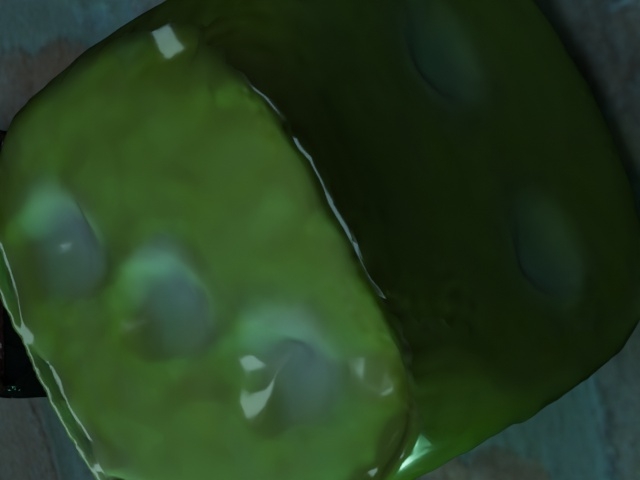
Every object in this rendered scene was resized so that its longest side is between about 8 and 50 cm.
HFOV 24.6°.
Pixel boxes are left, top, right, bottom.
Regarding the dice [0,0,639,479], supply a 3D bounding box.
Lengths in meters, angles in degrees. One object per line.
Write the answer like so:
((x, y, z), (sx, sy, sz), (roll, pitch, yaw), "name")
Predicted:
((0.000, 0.000, 0.724), (0.238, 0.226, 0.233), (-29, 85, 41), "dice")

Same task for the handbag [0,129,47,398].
((-0.231, 0.014, 0.961), (0.215, 0.155, 0.169), (-2, 88, 40), "handbag")
